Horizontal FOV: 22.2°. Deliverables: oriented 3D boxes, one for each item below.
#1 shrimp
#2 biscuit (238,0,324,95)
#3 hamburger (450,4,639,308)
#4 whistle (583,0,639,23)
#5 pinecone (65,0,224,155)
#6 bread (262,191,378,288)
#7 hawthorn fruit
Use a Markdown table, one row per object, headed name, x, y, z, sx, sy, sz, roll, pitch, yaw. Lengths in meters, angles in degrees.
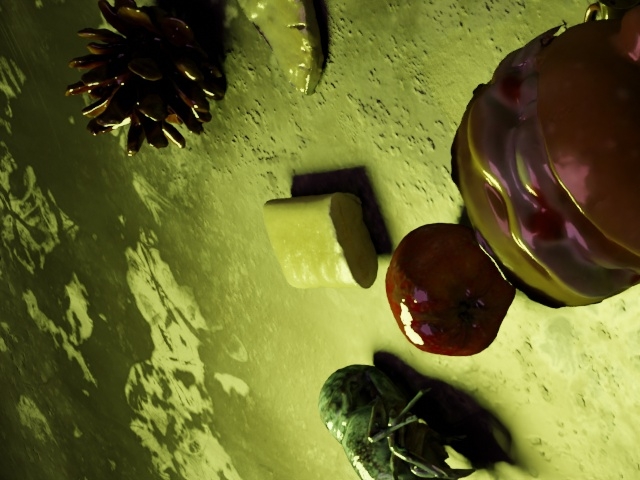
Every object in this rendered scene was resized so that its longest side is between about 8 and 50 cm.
| name | x | y | z | sx | sy | sz | roll | pitch | yaw |
| --- | --- | --- | --- | --- | --- | --- | --- | --- | --- |
| shrimp | 0.121 | 0.286 | 2.166 | 0.372 | 0.137 | 0.172 | 40 | 159 | 35 |
| biscuit | -0.068 | -0.329 | 2.072 | 0.289 | 0.038 | 0.141 | 59 | 148 | 6 |
| hamburger | 0.283 | -0.091 | 1.536 | 0.237 | 0.276 | 0.276 | -35 | 84 | 48 |
| whistle | 0.284 | -0.213 | 1.645 | 0.057 | 0.046 | 0.109 | 32 | 146 | 19 |
| pinecone | -0.247 | -0.221 | 2.274 | 0.229 | 0.201 | 0.202 | 39 | -179 | -17 |
| bread | 0.000 | -0.001 | 2.205 | 0.178 | 0.060 | 0.139 | 0 | 113 | 56 |
| hawthorn fruit | 0.142 | 0.046 | 1.976 | 0.203 | 0.163 | 0.162 | -135 | 31 | -58 |
